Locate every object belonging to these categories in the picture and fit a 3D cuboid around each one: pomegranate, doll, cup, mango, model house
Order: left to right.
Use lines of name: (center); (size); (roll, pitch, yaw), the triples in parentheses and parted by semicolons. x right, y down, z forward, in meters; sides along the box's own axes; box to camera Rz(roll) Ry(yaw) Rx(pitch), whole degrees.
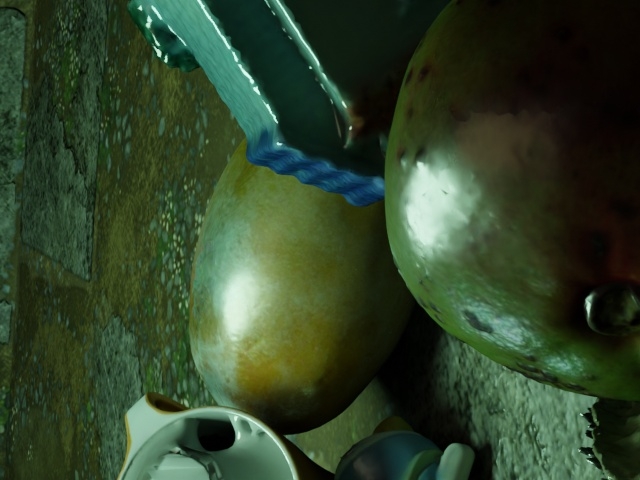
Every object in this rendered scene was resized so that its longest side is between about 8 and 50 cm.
cup: (-0.069, 0.239, 1.371); (0.182, 0.264, 0.226); (-42, 63, 7)
mango: (0.000, 0.000, 1.366); (0.384, 0.199, 0.221); (-62, 29, 20)
model house: (0.063, -0.149, 1.174); (0.329, 0.295, 0.252); (55, 168, 2)
doll: (0.083, 0.243, 1.265); (0.241, 0.135, 0.098); (-124, 16, -44)
pomegranate: (0.175, -0.055, 0.903); (0.323, 0.291, 0.290); (-96, 18, -65)

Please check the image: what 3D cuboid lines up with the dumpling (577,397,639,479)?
dumpling: (0.245, 0.130, 0.865); (0.332, 0.166, 0.086); (36, 108, 59)
